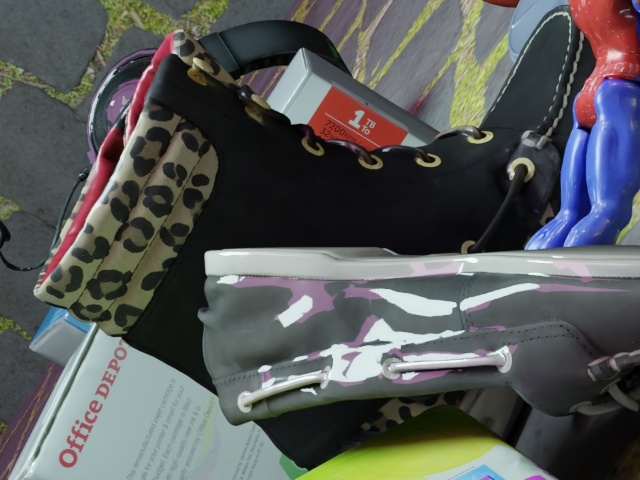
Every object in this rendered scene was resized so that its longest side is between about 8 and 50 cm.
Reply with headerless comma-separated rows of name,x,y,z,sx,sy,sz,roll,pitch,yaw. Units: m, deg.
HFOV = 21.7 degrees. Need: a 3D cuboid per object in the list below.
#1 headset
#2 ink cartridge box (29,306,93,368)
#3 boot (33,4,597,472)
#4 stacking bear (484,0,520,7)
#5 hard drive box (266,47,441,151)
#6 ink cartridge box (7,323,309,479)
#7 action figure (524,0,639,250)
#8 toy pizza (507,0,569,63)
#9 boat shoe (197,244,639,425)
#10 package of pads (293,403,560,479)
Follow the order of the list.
headset,-0.160,-0.095,1.601,0.394,0.185,0.243,-26,-30,-9
ink cartridge box,-0.149,0.033,1.789,0.270,0.198,0.197,-64,12,-21
boot,0.022,-0.040,1.021,0.377,0.284,0.138,-64,12,-19
stacking bear,0.180,-0.329,1.454,0.164,0.175,0.289,127,160,-61
hard drive box,0.000,0.000,1.284,0.232,0.181,0.089,-57,12,14
ink cartridge box,-0.107,0.172,1.216,0.093,0.212,0.154,-46,18,49
action figure,0.187,-0.055,0.901,0.091,0.139,0.280,173,105,-72
toy pizza,0.216,-0.211,1.269,0.201,0.032,0.201,-51,15,19
boat shoe,0.083,0.051,0.806,0.335,0.112,0.095,0,92,36
package of pads,-0.015,0.196,0.755,0.296,0.101,0.229,-29,10,-7
